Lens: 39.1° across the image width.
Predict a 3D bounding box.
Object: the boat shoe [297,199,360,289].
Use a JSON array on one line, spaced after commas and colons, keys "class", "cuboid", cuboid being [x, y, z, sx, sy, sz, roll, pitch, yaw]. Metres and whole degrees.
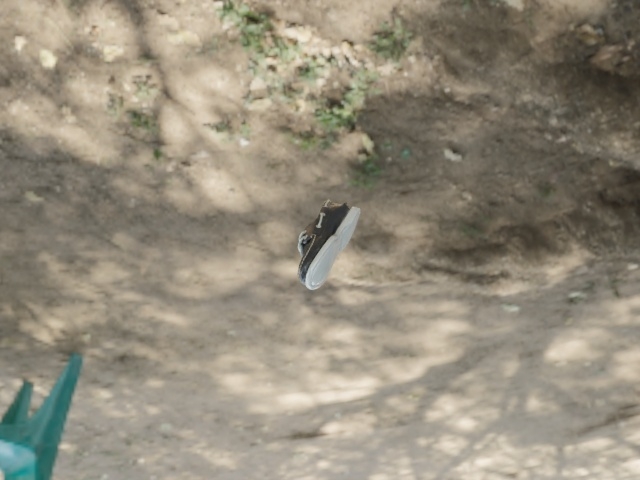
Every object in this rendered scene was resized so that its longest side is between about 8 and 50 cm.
[{"class": "boat shoe", "cuboid": [0.000, 0.000, 0.803, 0.038, 0.125, 0.046, 21, 127, 10]}]
